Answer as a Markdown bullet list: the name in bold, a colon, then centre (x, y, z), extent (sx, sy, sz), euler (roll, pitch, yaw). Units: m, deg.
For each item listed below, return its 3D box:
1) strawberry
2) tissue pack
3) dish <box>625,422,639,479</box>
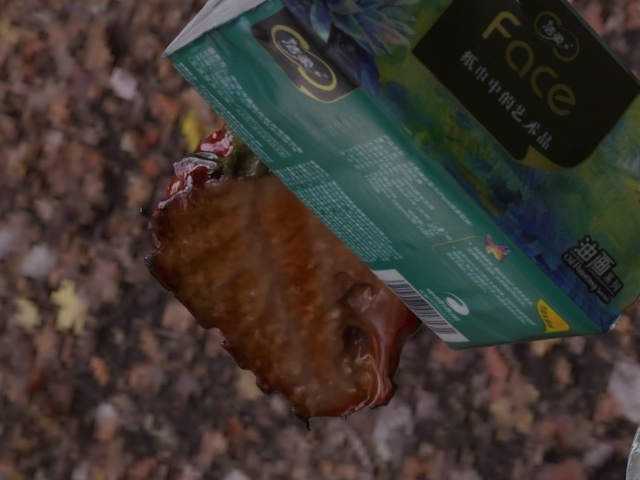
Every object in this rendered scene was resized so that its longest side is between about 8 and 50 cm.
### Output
- **strawberry**: centre (0.011, -0.012, 1.603), extent (0.253, 0.280, 0.150), euler (-30, 32, 16)
- **tissue pack**: centre (0.034, -0.038, 0.471), extent (0.079, 0.111, 0.085), euler (-51, 15, -20)
- **dish**: centre (0.334, 0.203, 1.671), extent (0.078, 0.141, 0.141), euler (6, 81, 41)
